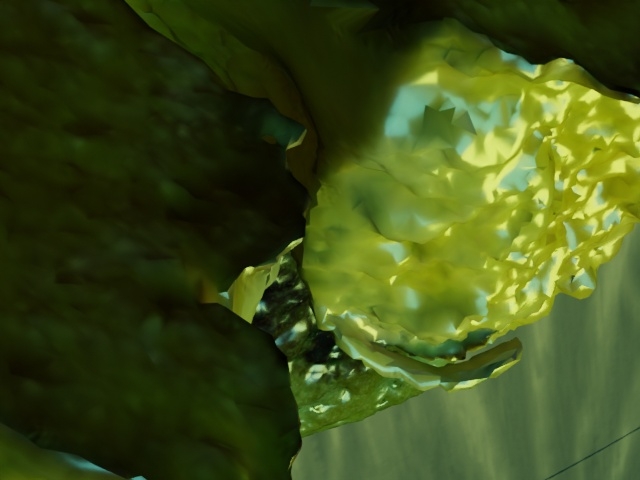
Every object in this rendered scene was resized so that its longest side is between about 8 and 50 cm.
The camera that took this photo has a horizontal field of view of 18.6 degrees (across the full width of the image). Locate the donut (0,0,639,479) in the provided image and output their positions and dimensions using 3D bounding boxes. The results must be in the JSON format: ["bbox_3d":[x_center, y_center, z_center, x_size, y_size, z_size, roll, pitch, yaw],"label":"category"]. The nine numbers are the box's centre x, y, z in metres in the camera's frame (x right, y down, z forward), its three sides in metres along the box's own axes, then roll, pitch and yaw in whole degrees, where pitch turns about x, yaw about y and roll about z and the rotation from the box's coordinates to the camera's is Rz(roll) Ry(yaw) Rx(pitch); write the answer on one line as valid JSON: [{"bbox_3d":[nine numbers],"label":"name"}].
[{"bbox_3d":[-0.075,-0.076,0.601,0.435,0.377,0.163,-26,163,-48],"label":"donut"}]

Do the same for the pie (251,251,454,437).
[{"bbox_3d":[0.000,0.000,1.035,0.323,0.070,0.323,-24,146,-18],"label":"pie"}]
